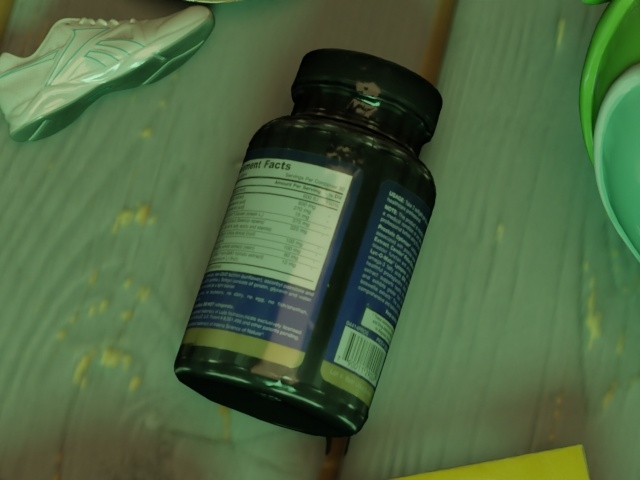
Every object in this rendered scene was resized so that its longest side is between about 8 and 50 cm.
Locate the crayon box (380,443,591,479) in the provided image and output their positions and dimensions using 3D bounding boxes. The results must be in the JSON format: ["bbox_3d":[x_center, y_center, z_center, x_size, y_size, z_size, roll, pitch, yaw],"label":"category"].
[{"bbox_3d":[0.090,0.298,1.126,0.203,0.083,0.323,-9,69,-6],"label":"crayon box"}]

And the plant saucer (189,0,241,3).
[{"bbox_3d":[-0.071,-0.245,1.282,0.199,0.036,0.198,1,77,-4],"label":"plant saucer"}]

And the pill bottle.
[{"bbox_3d":[0.000,0.000,1.185,0.123,0.123,0.219,19,76,1],"label":"pill bottle"}]

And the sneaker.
[{"bbox_3d":[-0.141,-0.122,1.240,0.152,0.053,0.061,-26,77,-9],"label":"sneaker"}]

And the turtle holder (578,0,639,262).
[{"bbox_3d":[0.290,-0.084,1.115,0.243,0.320,0.227,11,38,-17],"label":"turtle holder"}]
